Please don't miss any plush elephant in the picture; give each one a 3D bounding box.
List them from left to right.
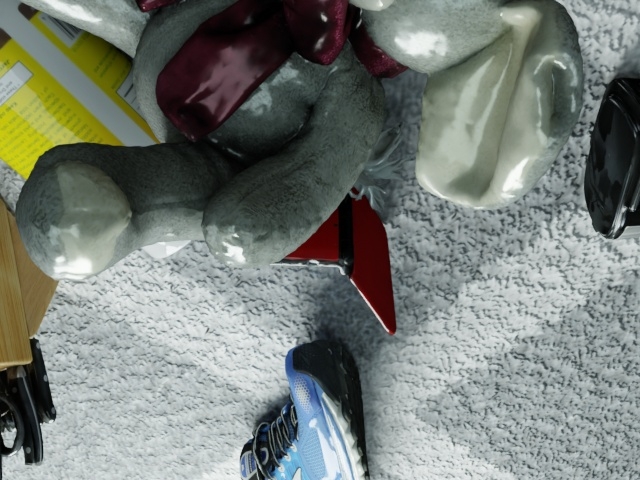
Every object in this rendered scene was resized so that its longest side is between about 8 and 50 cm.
[{"bbox_3d":[0.002,-0.133,0.397,0.330,0.272,0.255,11,142,-38],"label":"plush elephant"}]

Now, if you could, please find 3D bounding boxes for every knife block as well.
[{"bbox_3d":[-0.318,0.070,0.566,0.088,0.242,0.276,-16,126,12],"label":"knife block"}]

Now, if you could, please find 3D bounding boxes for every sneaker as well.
[{"bbox_3d":[-0.021,0.243,0.766,0.147,0.130,0.330,-2,128,0],"label":"sneaker"}]

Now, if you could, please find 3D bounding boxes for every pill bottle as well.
[{"bbox_3d":[-0.175,-0.084,0.523,0.117,0.117,0.215,-31,121,22],"label":"pill bottle"}]

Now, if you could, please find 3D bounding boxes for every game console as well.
[{"bbox_3d":[0.000,0.000,0.567,0.124,0.144,0.085,1,127,0],"label":"game console"}]

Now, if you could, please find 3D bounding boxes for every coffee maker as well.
[{"bbox_3d":[0.311,-0.080,0.534,0.178,0.120,0.171,2,104,-2],"label":"coffee maker"}]
